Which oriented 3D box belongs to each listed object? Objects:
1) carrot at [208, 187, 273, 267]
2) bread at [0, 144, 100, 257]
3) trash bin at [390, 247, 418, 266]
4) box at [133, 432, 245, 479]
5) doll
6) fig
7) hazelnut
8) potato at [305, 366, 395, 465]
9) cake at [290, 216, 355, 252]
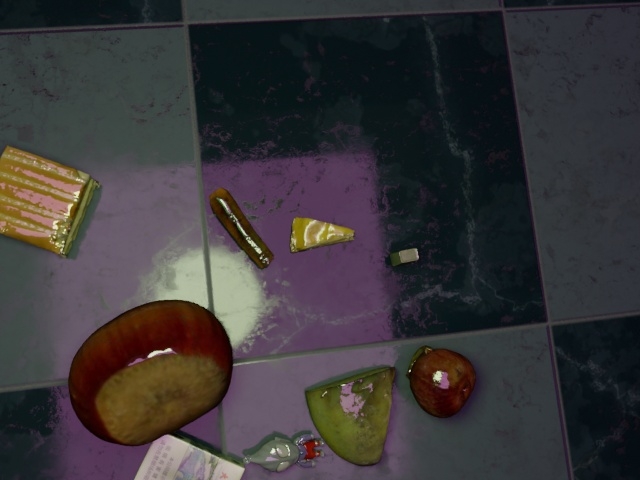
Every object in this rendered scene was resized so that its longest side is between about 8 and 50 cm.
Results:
[{"bbox_3d":[-0.224,-0.035,1.836,0.070,0.070,0.260,-38,90,-10],"label":"carrot"},{"bbox_3d":[-0.758,-0.099,1.748,0.246,0.111,0.239,18,84,-8],"label":"bread"},{"bbox_3d":[0.244,0.048,1.874,0.060,0.092,0.043,-10,86,-9],"label":"trash bin"},{"bbox_3d":[-0.352,0.631,1.731,0.256,0.069,0.164,25,80,-4],"label":"box"},{"bbox_3d":[-0.101,0.586,1.772,0.227,0.075,0.102,-1,92,-20],"label":"doll"},{"bbox_3d":[0.328,0.386,1.804,0.205,0.205,0.205,1,83,-8],"label":"fig"},{"bbox_3d":[-0.424,0.328,1.641,0.409,0.359,0.359,-21,86,-6],"label":"hazelnut"},{"bbox_3d":[0.119,0.506,1.794,0.269,0.112,0.255,-15,86,-7],"label":"potato"},{"bbox_3d":[0.001,-0.001,1.857,0.184,0.080,0.116,22,78,-9],"label":"cake"}]
